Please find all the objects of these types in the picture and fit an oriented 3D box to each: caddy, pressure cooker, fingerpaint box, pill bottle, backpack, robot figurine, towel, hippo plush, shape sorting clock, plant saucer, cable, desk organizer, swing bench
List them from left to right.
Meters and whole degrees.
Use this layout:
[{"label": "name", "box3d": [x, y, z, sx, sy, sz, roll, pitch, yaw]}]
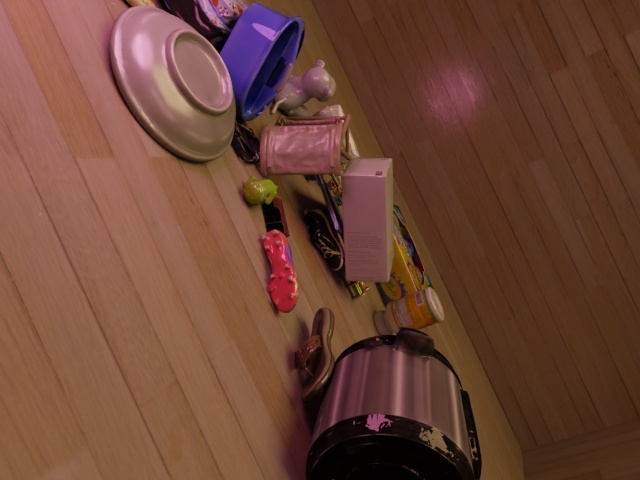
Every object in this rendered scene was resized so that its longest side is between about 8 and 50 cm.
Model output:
[{"label": "plant saucer", "box3d": [-0.321, -0.397, 1.288, 0.400, 0.100, 0.401, 36, 45, -47]}, {"label": "backpack", "box3d": [-0.329, -0.677, 1.554, 0.277, 0.213, 0.263, 63, 12, 0]}, {"label": "cable", "box3d": [-0.233, -0.322, 1.588, 0.185, 0.047, 0.150, 62, 20, -6]}, {"label": "robot figurine", "box3d": [-0.171, -0.138, 1.482, 0.101, 0.067, 0.115, 38, 30, 21]}, {"label": "caddy", "box3d": [-0.170, -0.526, 1.567, 0.179, 0.342, 0.241, 34, 13, 7]}, {"label": "desk organizer", "box3d": [-0.134, -0.067, 1.538, 0.050, 0.047, 0.130, 30, 39, -54]}, {"label": "hippo plush", "box3d": [-0.072, -0.619, 2.051, 0.294, 0.236, 0.235, -1, 67, -68]}, {"label": "swing bench", "box3d": [-0.041, -0.311, 1.689, 0.255, 0.253, 0.165, -60, 149, -67]}, {"label": "towel", "box3d": [0.050, -0.088, 1.899, 0.336, 0.040, 0.243, 53, 15, -69]}, {"label": "shape sorting clock", "box3d": [0.083, -0.319, 2.373, 0.206, 0.040, 0.206, 50, 25, -34]}, {"label": "pressure cooker", "box3d": [0.171, 0.433, 1.255, 0.376, 0.369, 0.420, 55, 21, -16]}, {"label": "fingerpaint box", "box3d": [0.332, 0.055, 2.379, 0.371, 0.163, 0.445, 5, 62, -67]}, {"label": "pill bottle", "box3d": [0.334, 0.283, 2.002, 0.136, 0.245, 0.136, 50, 25, -34]}]

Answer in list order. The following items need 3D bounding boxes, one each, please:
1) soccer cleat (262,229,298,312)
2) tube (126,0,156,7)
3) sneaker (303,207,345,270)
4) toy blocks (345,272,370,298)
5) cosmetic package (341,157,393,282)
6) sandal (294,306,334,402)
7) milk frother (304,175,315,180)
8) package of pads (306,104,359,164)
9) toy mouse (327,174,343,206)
[{"label": "soccer cleat", "box3d": [-0.098, 0.084, 1.415, 0.095, 0.083, 0.248, 41, 28, -57]}, {"label": "tube", "box3d": [-0.486, -0.642, 1.323, 0.070, 0.062, 0.240, -62, 144, -14]}, {"label": "sneaker", "box3d": [0.000, 0.000, 1.786, 0.097, 0.084, 0.235, -15, 79, -45]}, {"label": "toy blocks", "box3d": [0.122, 0.130, 1.932, 0.148, 0.054, 0.123, 64, 20, -2]}, {"label": "cosmetic package", "box3d": [0.168, -0.072, 1.794, 0.217, 0.156, 0.386, -60, 148, -65]}, {"label": "sandal", "box3d": [-0.026, 0.287, 1.345, 0.086, 0.120, 0.303, 27, 31, -15]}, {"label": "milk frother", "box3d": [-0.046, -0.323, 2.010, 0.143, 0.129, 0.135, 16, 32, -4]}, {"label": "package of pads", "box3d": [0.045, -0.419, 2.119, 0.229, 0.101, 0.296, 68, -11, -10]}, {"label": "toy mouse", "box3d": [0.058, -0.196, 2.182, 0.161, 0.031, 0.143, 64, 20, -1]}]
